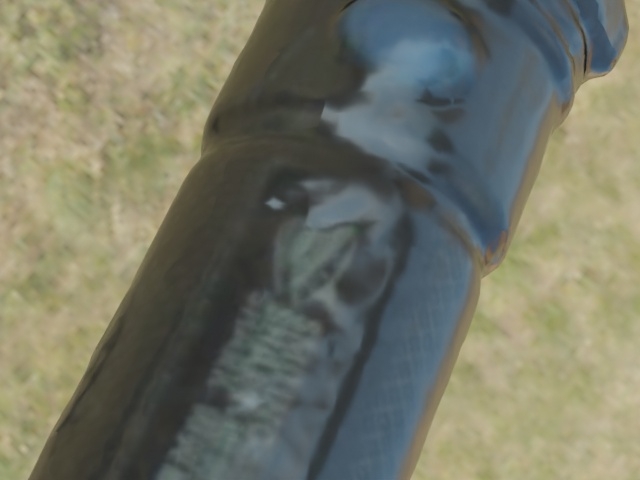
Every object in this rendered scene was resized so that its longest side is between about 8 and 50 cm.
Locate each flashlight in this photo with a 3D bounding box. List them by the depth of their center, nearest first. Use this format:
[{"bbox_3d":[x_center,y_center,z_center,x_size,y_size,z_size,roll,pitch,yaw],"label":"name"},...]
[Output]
[{"bbox_3d":[0.000,0.000,0.489,0.103,0.103,0.424,78,30,-48],"label":"flashlight"}]
